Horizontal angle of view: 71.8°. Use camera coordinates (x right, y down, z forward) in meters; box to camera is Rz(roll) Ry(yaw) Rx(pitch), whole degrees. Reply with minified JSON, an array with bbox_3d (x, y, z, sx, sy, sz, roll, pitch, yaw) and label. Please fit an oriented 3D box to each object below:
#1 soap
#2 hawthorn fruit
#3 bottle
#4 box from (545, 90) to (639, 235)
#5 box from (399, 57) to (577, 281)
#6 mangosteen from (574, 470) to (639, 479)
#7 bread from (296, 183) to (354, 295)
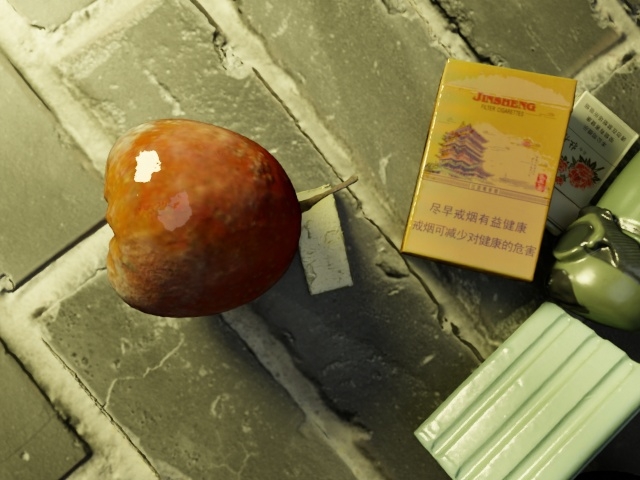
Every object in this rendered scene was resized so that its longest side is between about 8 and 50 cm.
[{"bbox_3d":[0.277,0.231,0.584,0.265,0.087,0.160,-43,49,-4],"label":"soap"},{"bbox_3d":[-0.134,-0.013,0.523,0.263,0.231,0.235,28,112,-1],"label":"hawthorn fruit"},{"bbox_3d":[0.456,-0.023,0.595,0.347,0.168,0.168,-44,92,-6],"label":"bottle"},{"bbox_3d":[0.376,-0.115,0.663,0.109,0.029,0.198,39,85,-2],"label":"box"},{"bbox_3d":[0.227,-0.095,0.613,0.174,0.076,0.274,13,88,7],"label":"box"},{"bbox_3d":[0.374,0.447,0.535,0.297,0.297,0.313,29,125,-3],"label":"mangosteen"},{"bbox_3d":[0.000,0.000,0.633,0.068,0.028,0.153,-14,91,-4],"label":"bread"}]
